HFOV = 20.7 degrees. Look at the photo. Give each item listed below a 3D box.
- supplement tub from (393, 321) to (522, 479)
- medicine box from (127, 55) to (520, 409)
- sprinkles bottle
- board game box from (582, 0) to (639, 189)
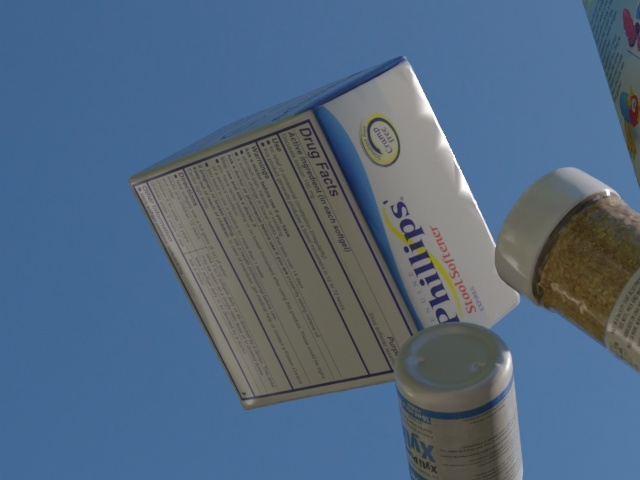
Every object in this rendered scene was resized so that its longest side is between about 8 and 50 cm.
[{"bbox_3d":[0.083,0.108,1.042,0.071,0.071,0.107,-8,-54,2],"label":"supplement tub"},{"bbox_3d":[0.000,0.000,1.677,0.289,0.149,0.263,-16,-77,47],"label":"medicine box"},{"bbox_3d":[0.307,0.073,1.446,0.121,0.355,0.121,-30,-40,-29],"label":"sprinkles bottle"},{"bbox_3d":[0.281,-0.148,1.208,0.142,0.275,0.144,-5,-31,-10],"label":"board game box"}]
